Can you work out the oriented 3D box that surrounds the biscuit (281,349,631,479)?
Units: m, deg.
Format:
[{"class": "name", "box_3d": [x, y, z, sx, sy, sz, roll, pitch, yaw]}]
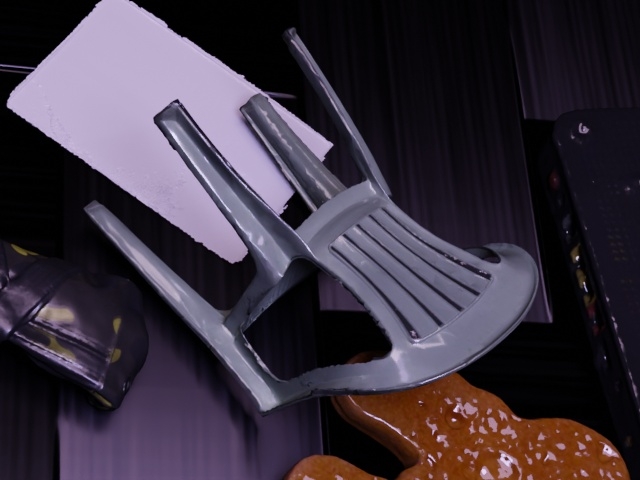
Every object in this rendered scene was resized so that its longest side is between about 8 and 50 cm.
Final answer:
[{"class": "biscuit", "box_3d": [0.137, 0.211, 1.186, 0.333, 0.047, 0.202, 25, 58, -1]}]

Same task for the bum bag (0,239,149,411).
[{"class": "bum bag", "box_3d": [-0.232, 0.040, 1.156, 0.232, 0.060, 0.107, 25, 48, -5]}]

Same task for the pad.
[{"class": "pad", "box_3d": [-0.119, -0.094, 1.300, 0.232, 0.004, 0.156, 35, 57, 3]}]

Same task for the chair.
[{"class": "chair", "box_3d": [0.000, 0.000, 1.174, 0.275, 0.190, 0.203, 48, 57, 3]}]

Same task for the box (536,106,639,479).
[{"class": "box", "box_3d": [0.315, 0.047, 1.329, 0.211, 0.058, 0.350, -3, 63, -20]}]
